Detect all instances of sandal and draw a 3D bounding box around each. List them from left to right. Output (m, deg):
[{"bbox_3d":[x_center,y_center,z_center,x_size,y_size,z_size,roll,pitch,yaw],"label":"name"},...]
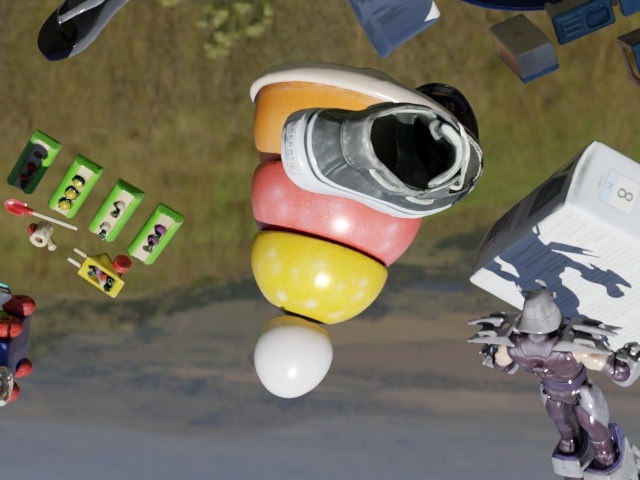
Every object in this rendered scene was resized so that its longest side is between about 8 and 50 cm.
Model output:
[{"bbox_3d":[-0.351,-0.385,2.156,0.097,0.254,0.054,51,-175,37],"label":"sandal"}]

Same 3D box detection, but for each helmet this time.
[{"bbox_3d":[0.173,-0.184,2.385,0.161,0.169,0.169,-13,162,36],"label":"helmet"}]

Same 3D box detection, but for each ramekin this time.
[{"bbox_3d":[0.110,-0.486,2.538,0.135,0.277,0.277,-27,164,9],"label":"ramekin"}]

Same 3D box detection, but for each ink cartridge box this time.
[{"bbox_3d":[0.386,0.060,1.505,0.385,0.091,0.308,27,159,-4],"label":"ink cartridge box"}]

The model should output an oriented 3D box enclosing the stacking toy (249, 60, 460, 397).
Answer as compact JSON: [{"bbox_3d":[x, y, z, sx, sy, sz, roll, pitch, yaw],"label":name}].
[{"bbox_3d":[0.000,0.000,2.071,0.351,0.480,0.350,17,167,4],"label":"stacking toy"}]

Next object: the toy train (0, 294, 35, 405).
[{"bbox_3d":[-0.438,0.142,1.685,0.143,0.105,0.248,5,-165,-2],"label":"toy train"}]

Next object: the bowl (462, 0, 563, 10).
[{"bbox_3d":[0.331,-0.448,1.993,0.391,0.077,0.391,-4,161,-1],"label":"bowl"}]

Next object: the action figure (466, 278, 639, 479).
[{"bbox_3d":[0.256,0.151,1.420,0.185,0.099,0.285,12,135,46],"label":"action figure"}]

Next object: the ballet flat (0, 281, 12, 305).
[{"bbox_3d":[-0.427,0.065,1.603,0.203,0.074,0.074,13,180,45],"label":"ballet flat"}]

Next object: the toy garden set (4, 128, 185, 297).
[{"bbox_3d":[-0.351,-0.024,2.007,0.244,0.049,0.204,31,133,-11],"label":"toy garden set"}]

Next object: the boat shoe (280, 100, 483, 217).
[{"bbox_3d":[0.098,-0.082,1.444,0.119,0.121,0.335,1,-177,35],"label":"boat shoe"}]

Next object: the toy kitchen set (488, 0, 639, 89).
[{"bbox_3d":[0.360,-0.237,1.851,0.207,0.166,0.122,-24,-151,1],"label":"toy kitchen set"}]
